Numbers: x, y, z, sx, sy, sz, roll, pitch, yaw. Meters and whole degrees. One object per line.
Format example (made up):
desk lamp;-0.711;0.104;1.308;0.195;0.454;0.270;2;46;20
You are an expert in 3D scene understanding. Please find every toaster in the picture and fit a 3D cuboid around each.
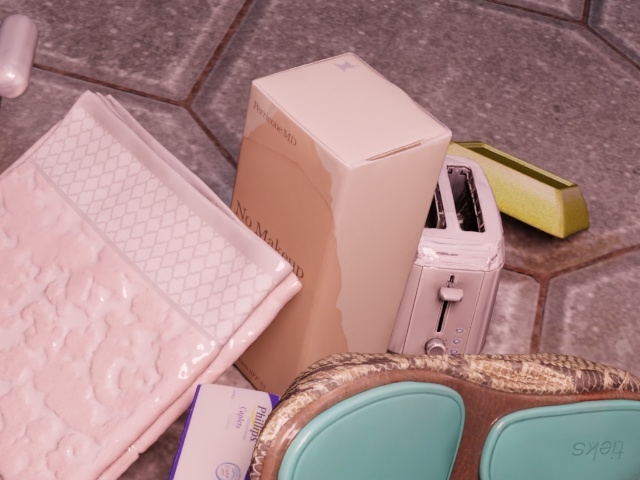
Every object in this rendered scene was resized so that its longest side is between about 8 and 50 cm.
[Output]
toaster;0.117;0.009;1.322;0.129;0.146;0.227;6;39;-7

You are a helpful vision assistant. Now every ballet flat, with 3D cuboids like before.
ballet flat;0.092;0.160;1.093;0.483;0.164;0.182;2;16;-41

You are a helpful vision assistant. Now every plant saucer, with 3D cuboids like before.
plant saucer;0.216;-0.067;1.452;0.188;0.045;0.188;26;13;17

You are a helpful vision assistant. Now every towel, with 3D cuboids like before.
towel;-0.226;0.048;1.148;0.317;0.053;0.332;-45;57;-7

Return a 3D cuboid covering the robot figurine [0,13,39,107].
robot figurine;-0.439;-0.154;1.338;0.300;0.199;0.353;-16;42;5

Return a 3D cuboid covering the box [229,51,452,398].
box;0.000;0.000;1.173;0.121;0.311;0.148;-21;49;-34

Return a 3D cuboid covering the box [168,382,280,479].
box;-0.084;0.209;1.040;0.072;0.137;0.126;11;39;1
